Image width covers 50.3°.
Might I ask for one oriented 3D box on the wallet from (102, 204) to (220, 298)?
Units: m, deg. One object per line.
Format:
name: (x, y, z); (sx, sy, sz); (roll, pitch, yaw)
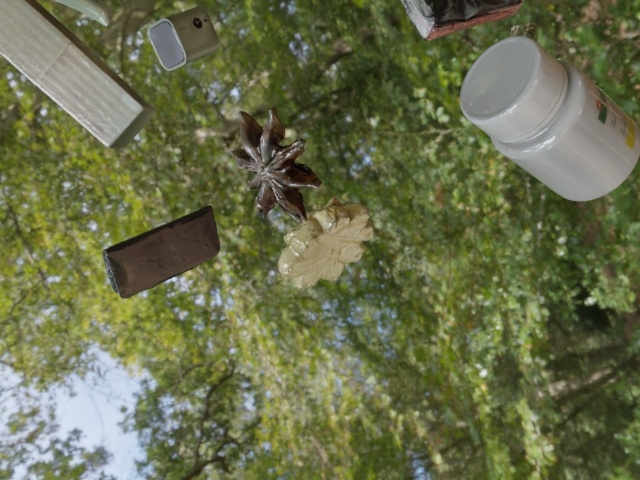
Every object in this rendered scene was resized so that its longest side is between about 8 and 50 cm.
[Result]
wallet: (-0.477, 0.035, 2.108); (0.051, 0.377, 0.197); (35, 141, 43)

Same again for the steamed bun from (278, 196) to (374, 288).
steamed bun: (0.000, 0.000, 1.889); (0.137, 0.292, 0.295); (51, 168, 28)

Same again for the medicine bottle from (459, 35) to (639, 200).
medicine bottle: (0.443, -0.232, 1.315); (0.339, 0.208, 0.208); (26, -138, -34)

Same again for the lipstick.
lipstick: (-0.389, -0.274, 0.907); (0.371, 0.080, 0.076); (43, -174, -4)

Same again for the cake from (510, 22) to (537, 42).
cake: (0.400, -0.402, 1.341); (0.140, 0.051, 0.055); (-37, -53, -64)

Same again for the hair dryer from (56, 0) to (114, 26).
hair dryer: (-0.607, -0.675, 1.718); (0.206, 0.075, 0.237); (25, -128, -36)

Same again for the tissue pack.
tissue pack: (0.386, -0.709, 1.922); (0.245, 0.332, 0.123); (63, 158, 15)

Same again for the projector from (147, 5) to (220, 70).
projector: (-0.240, -0.355, 1.197); (0.082, 0.083, 0.083); (-37, -68, -38)

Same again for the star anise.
star anise: (-0.108, -0.161, 1.502); (0.088, 0.288, 0.288); (-26, -85, -43)
